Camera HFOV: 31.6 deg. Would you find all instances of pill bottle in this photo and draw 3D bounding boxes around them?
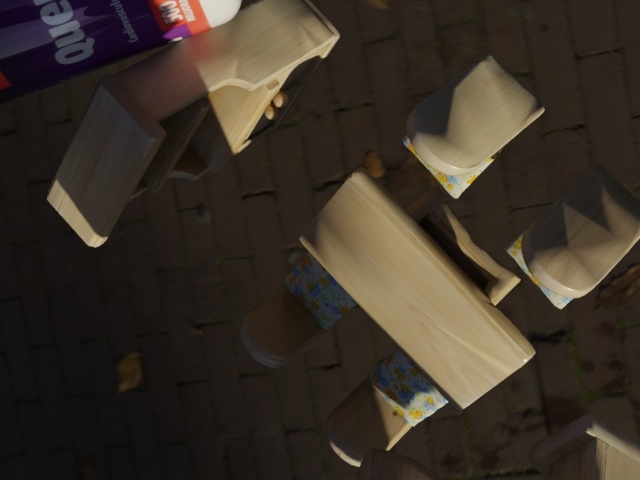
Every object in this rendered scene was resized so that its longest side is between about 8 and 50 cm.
[{"bbox_3d":[-0.236,-0.213,0.907,0.323,0.181,0.181,-20,88,1],"label":"pill bottle"}]

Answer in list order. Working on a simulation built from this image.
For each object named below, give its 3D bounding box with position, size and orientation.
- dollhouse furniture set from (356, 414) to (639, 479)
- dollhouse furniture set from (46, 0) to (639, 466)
[{"bbox_3d":[0.046,0.238,0.590,0.286,0.198,0.303,32,135,-16],"label":"dollhouse furniture set"},{"bbox_3d":[0.000,0.000,0.998,0.394,0.256,0.362,47,139,6],"label":"dollhouse furniture set"}]
